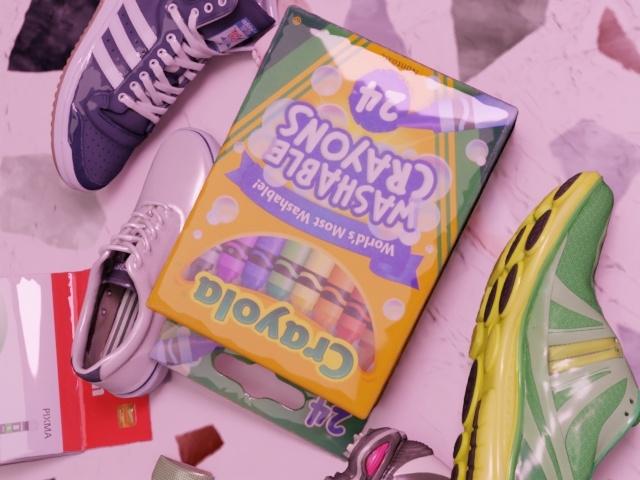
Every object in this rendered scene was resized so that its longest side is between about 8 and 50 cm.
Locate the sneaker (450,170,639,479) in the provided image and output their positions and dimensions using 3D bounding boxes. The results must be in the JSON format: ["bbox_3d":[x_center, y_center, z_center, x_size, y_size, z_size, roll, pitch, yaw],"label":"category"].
[{"bbox_3d":[0.180,0.094,0.768,0.123,0.109,0.296,15,80,-6],"label":"sneaker"}]

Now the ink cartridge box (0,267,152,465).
[{"bbox_3d":[-0.277,0.120,0.980,0.224,0.056,0.181,-13,77,23],"label":"ink cartridge box"}]

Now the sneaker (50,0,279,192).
[{"bbox_3d":[-0.138,-0.164,0.942,0.153,0.099,0.282,20,86,27],"label":"sneaker"}]

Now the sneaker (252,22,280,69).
[{"bbox_3d":[-0.036,-0.138,0.920,0.070,0.051,0.134,24,92,32],"label":"sneaker"}]

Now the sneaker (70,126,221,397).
[{"bbox_3d":[-0.152,0.014,0.917,0.094,0.091,0.258,9,80,24],"label":"sneaker"}]

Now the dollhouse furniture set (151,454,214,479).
[{"bbox_3d":[-0.105,0.243,0.877,0.151,0.058,0.076,14,86,25],"label":"dollhouse furniture set"}]

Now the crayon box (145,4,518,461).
[{"bbox_3d":[0.000,0.000,0.833,0.203,0.083,0.323,26,93,8],"label":"crayon box"}]

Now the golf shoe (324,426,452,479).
[{"bbox_3d":[0.015,0.280,0.798,0.120,0.105,0.273,36,97,16],"label":"golf shoe"}]
